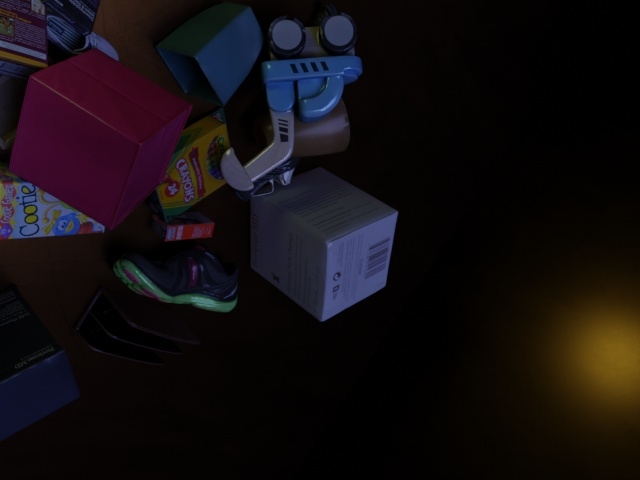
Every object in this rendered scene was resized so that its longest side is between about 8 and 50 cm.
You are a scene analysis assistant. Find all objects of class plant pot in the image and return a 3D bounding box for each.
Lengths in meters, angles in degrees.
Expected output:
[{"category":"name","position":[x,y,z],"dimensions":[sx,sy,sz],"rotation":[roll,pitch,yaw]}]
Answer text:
[{"category":"plant pot","position":[-0.272,-0.512,1.595],"dimensions":[0.234,0.165,0.166],"rotation":[-53,144,-18]},{"category":"plant pot","position":[-0.075,-0.359,1.899],"dimensions":[0.254,0.237,0.237],"rotation":[-20,132,-18]}]

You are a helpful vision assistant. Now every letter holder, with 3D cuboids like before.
[{"category":"letter holder","position":[-0.545,0.292,1.834],"dimensions":[0.152,0.214,0.302],"rotation":[-57,144,0]}]

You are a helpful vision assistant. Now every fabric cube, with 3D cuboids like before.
[{"category":"fabric cube","position":[-0.485,-0.233,1.350],"dimensions":[0.254,0.258,0.259],"rotation":[-58,-176,33]}]

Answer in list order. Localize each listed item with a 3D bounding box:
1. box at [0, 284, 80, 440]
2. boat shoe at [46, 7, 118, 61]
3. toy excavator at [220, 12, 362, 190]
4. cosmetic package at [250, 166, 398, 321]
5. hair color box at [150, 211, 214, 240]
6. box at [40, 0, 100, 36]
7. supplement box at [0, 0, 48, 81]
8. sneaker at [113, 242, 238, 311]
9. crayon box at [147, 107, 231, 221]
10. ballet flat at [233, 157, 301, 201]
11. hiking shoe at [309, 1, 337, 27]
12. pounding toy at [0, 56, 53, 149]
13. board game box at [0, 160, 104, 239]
[{"category":"box","position":[-0.826,0.321,1.458],"dimensions":[0.343,0.312,0.179],"rotation":[-28,135,-32]},{"category":"boat shoe","position":[-0.554,-0.450,1.386],"dimensions":[0.226,0.075,0.083],"rotation":[19,102,-53]},{"category":"toy excavator","position":[-0.085,-0.380,1.711],"dimensions":[0.432,0.222,0.446],"rotation":[-7,93,-6]},{"category":"cosmetic package","position":[0.000,0.000,2.077],"dimensions":[0.327,0.393,0.330],"rotation":[-25,133,-36]},{"category":"hair color box","position":[-0.417,-0.045,1.827],"dimensions":[0.167,0.093,0.054],"rotation":[-8,122,-46]},{"category":"box","position":[-0.532,-0.545,1.309],"dimensions":[0.116,0.029,0.162],"rotation":[35,55,-54]},{"category":"supplement box","position":[-0.627,-0.436,1.233],"dimensions":[0.104,0.080,0.188],"rotation":[6,74,-49]},{"category":"sneaker","position":[-0.438,0.095,1.878],"dimensions":[0.482,0.185,0.202],"rotation":[23,81,-56]},{"category":"crayon box","position":[-0.363,-0.222,1.739],"dimensions":[0.318,0.081,0.202],"rotation":[-40,145,-29]},{"category":"ballet flat","position":[-0.162,-0.214,1.985],"dimensions":[0.280,0.095,0.096],"rotation":[-30,113,-20]},{"category":"hiking shoe","position":[-0.017,-0.619,1.855],"dimensions":[0.114,0.086,0.227],"rotation":[-11,125,-48]},{"category":"pounding toy","position":[-0.685,-0.339,1.317],"dimensions":[0.206,0.094,0.181],"rotation":[-49,139,-25]},{"category":"board game box","position":[-0.674,-0.102,1.454],"dimensions":[0.275,0.144,0.142],"rotation":[-7,121,-47]}]
